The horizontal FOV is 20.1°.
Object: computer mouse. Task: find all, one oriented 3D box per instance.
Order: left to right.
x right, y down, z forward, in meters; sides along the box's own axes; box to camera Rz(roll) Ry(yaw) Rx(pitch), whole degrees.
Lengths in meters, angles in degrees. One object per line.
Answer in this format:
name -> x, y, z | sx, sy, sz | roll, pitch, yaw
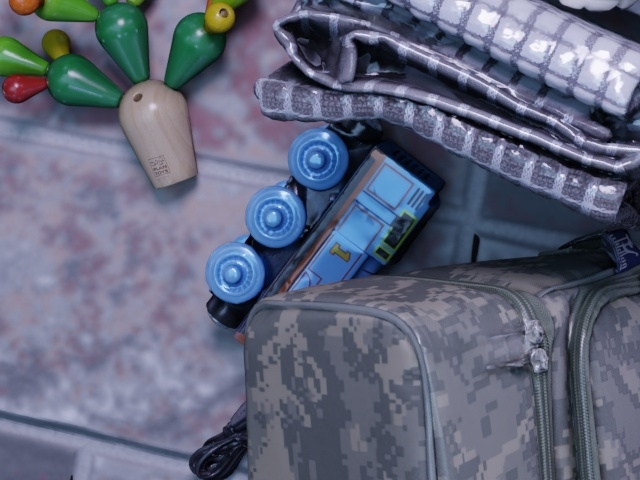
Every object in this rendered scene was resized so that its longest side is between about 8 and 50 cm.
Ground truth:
computer mouse -> 0.004, 0.190, 1.265 | 0.106, 0.042, 0.193 | -45, 75, 9

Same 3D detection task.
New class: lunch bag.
lunch bag -> 0.108, 0.155, 1.134 | 0.212, 0.256, 0.305 | -3, 94, 53

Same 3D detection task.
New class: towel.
towel -> 0.105, -0.092, 1.094 | 0.235, 0.283, 0.121 | 26, 101, 14

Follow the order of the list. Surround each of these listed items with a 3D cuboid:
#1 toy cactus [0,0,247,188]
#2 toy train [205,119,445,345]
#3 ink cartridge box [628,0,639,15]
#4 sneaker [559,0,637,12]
toy cactus -> -0.129, -0.126, 1.263 | 0.219, 0.112, 0.181 | -18, 98, 8
toy train -> 0.000, 0.000, 1.237 | 0.105, 0.080, 0.184 | 37, 102, 5
ink cartridge box -> 0.259, -0.220, 1.157 | 0.104, 0.061, 0.181 | 26, 101, 14
sneaker -> 0.150, -0.269, 1.126 | 0.275, 0.107, 0.110 | 64, 147, 29
